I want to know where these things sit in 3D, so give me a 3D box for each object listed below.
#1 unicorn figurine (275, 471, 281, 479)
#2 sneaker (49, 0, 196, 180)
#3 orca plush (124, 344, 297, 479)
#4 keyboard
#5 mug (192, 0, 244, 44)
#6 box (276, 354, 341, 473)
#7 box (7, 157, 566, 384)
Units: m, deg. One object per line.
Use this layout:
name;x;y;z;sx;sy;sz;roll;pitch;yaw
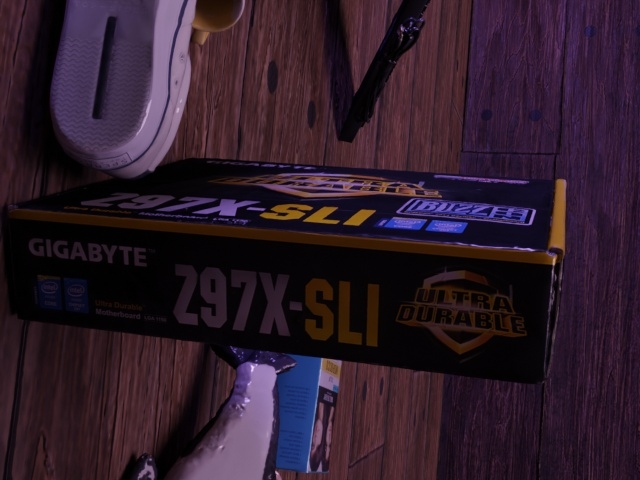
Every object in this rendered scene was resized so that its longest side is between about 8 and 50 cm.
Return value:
unicorn figurine;-0.050;0.338;0.908;0.111;0.060;0.161;-24;118;-69
sneaker;-0.125;-0.165;0.537;0.091;0.094;0.258;103;-2;-78
orca plush;-0.113;0.219;0.693;0.151;0.102;0.287;23;50;-26
keyboard;0.097;-0.254;1.075;0.317;0.033;0.201;118;-6;-45
mug;-0.095;-0.215;0.673;0.062;0.078;0.064;43;34;-27
box;-0.014;0.163;0.992;0.100;0.060;0.244;46;49;-68
box;0.000;0.000;0.548;0.257;0.322;0.079;-39;131;-67
